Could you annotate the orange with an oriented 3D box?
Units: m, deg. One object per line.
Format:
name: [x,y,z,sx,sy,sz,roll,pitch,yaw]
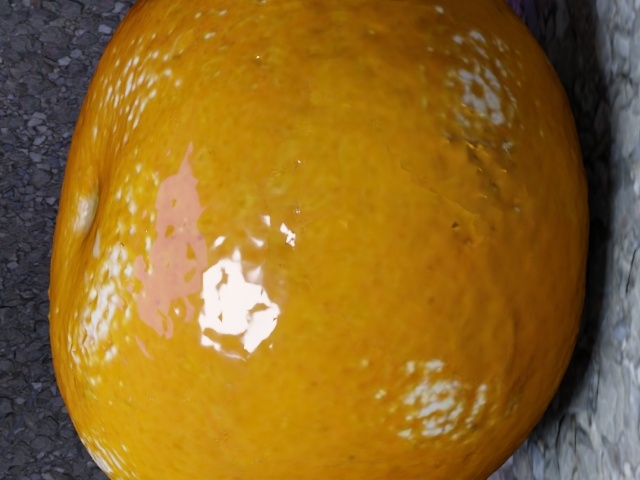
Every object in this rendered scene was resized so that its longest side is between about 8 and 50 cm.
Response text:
orange: [0.000,0.000,1.072,0.424,0.326,0.424,-168,90,-70]
